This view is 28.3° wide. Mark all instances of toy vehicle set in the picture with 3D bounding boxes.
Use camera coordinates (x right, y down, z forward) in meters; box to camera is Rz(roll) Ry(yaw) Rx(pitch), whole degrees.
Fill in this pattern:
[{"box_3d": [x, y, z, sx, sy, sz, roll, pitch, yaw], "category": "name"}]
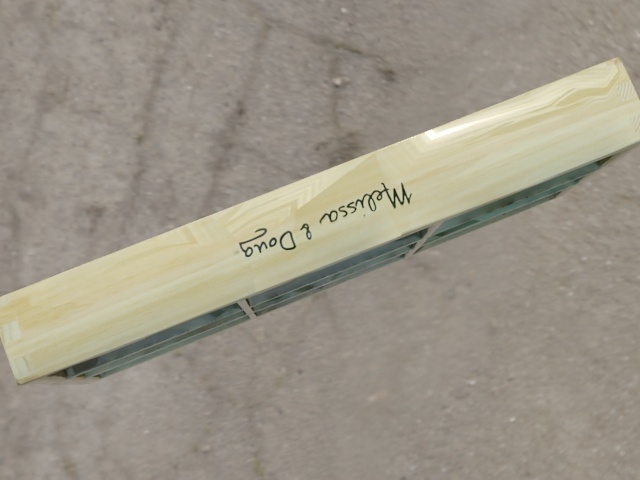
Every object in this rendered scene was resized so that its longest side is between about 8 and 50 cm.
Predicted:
[{"box_3d": [0.000, 0.000, 0.570, 0.267, 0.166, 0.035, -21, 85, -2], "category": "toy vehicle set"}]
